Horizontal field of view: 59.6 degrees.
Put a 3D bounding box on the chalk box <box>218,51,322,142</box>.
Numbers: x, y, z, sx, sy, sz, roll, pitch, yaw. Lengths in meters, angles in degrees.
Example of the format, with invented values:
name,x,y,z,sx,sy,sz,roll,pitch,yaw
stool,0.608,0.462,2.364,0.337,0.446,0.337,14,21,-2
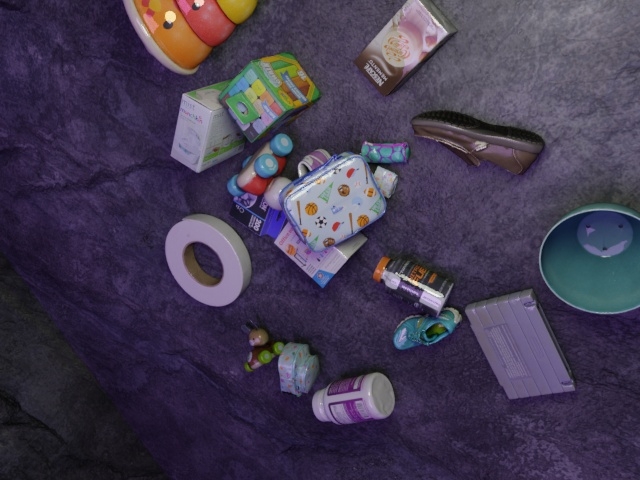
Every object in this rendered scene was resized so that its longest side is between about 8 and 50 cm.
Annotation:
name,x,y,z,sx,sy,sz,roll,pitch,yaw
chalk box,-0.167,-0.432,1.695,0.179,0.289,0.180,-33,95,37

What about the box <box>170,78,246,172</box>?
name,x,y,z,sx,sy,sz,roll,pitch,yaw
box,-0.344,-0.381,1.840,0.126,0.262,0.231,31,126,13

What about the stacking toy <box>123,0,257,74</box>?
name,x,y,z,sx,sy,sz,roll,pitch,yaw
stacking toy,-0.308,-0.744,1.658,0.479,0.350,0.351,-21,103,18

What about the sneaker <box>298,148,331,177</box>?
name,x,y,z,sx,sy,sz,roll,pitch,yaw
sneaker,0.025,-0.151,1.811,0.102,0.161,0.282,-35,95,36

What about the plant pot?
name,x,y,z,sx,sy,sz,roll,pitch,yaw
plant pot,0.740,0.018,1.465,0.290,0.195,0.290,13,120,23

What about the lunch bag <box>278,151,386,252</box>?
name,x,y,z,sx,sy,sz,roll,pitch,yaw
lunch bag,0.039,-0.126,1.701,0.303,0.115,0.243,-32,110,-5

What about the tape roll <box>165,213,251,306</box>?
name,x,y,z,sx,sy,sz,roll,pitch,yaw
tape roll,-0.457,0.081,2.258,0.392,0.072,0.392,13,119,24

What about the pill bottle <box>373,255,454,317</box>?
name,x,y,z,sx,sy,sz,roll,pitch,yaw
pill bottle,0.297,0.141,1.822,0.245,0.130,0.130,26,124,16

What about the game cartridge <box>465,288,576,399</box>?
name,x,y,z,sx,sy,sz,roll,pitch,yaw
game cartridge,0.632,0.335,1.777,0.230,0.068,0.355,-19,104,39

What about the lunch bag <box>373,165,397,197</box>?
name,x,y,z,sx,sy,sz,roll,pitch,yaw
lunch bag,0.203,-0.187,1.758,0.071,0.053,0.083,26,134,19

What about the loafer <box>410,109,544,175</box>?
name,x,y,z,sx,sy,sz,roll,pitch,yaw
loafer,0.416,-0.262,1.545,0.365,0.134,0.130,20,122,20

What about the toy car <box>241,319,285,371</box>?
name,x,y,z,sx,sy,sz,roll,pitch,yaw
toy car,-0.262,0.417,2.285,0.155,0.149,0.188,-39,81,48

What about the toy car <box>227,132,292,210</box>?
name,x,y,z,sx,sy,sz,roll,pitch,yaw
toy car,-0.146,-0.193,1.884,0.238,0.210,0.219,44,141,-18

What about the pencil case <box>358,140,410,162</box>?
name,x,y,z,sx,sy,sz,roll,pitch,yaw
pencil case,0.198,-0.272,1.709,0.151,0.064,0.070,6,142,27

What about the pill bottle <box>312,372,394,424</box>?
name,x,y,z,sx,sy,sz,roll,pitch,yaw
pill bottle,0.119,0.612,2.140,0.301,0.169,0.169,-22,102,36

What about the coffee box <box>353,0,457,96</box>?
name,x,y,z,sx,sy,sz,roll,pitch,yaw
coffee box,0.230,-0.533,1.536,0.141,0.098,0.246,48,127,0

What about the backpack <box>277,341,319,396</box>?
name,x,y,z,sx,sy,sz,roll,pitch,yaw
backpack,-0.089,0.500,2.202,0.144,0.166,0.188,0,117,28

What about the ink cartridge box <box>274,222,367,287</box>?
name,x,y,z,sx,sy,sz,roll,pitch,yaw
ink cartridge box,0.000,0.000,1.895,0.232,0.168,0.171,43,128,5

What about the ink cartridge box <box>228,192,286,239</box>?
name,x,y,z,sx,sy,sz,roll,pitch,yaw
ink cartridge box,-0.220,-0.124,2.036,0.208,0.045,0.206,32,125,11

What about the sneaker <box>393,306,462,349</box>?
name,x,y,z,sx,sy,sz,roll,pitch,yaw
sneaker,0.347,0.307,1.891,0.275,0.110,0.107,-33,95,38
